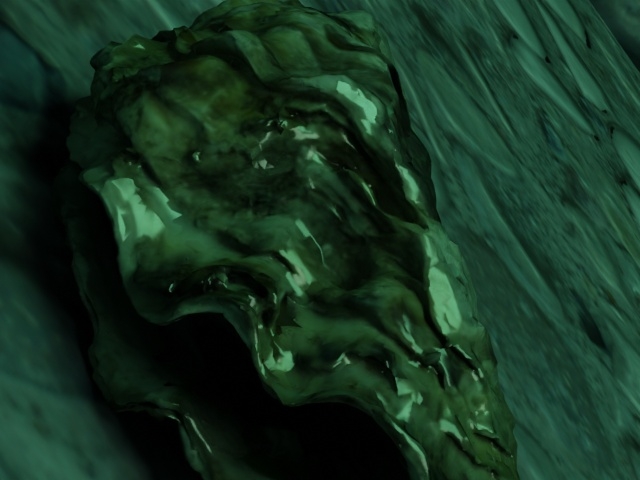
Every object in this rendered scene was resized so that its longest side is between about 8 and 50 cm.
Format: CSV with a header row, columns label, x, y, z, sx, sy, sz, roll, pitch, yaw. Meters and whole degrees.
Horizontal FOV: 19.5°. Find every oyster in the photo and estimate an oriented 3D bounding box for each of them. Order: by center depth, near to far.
label,x,y,z,sx,sy,sz,roll,pitch,yaw
oyster,0.000,0.000,0.618,0.198,0.112,0.267,32,27,-52
